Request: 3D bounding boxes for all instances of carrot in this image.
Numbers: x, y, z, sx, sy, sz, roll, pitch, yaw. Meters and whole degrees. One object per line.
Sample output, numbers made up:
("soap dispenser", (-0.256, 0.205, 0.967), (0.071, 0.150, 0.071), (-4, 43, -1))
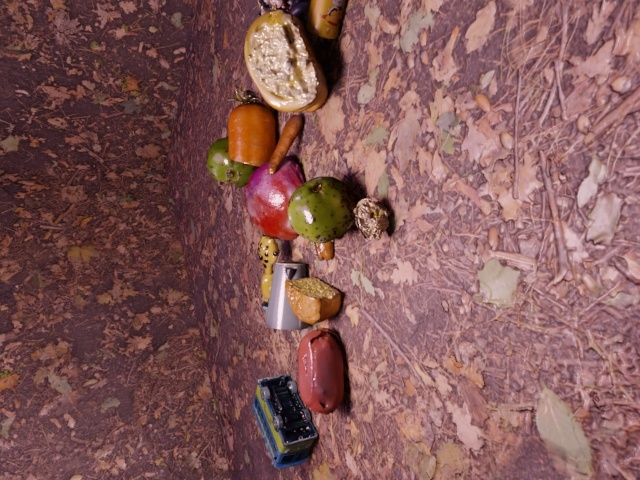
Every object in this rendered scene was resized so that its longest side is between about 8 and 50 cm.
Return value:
("carrot", (-0.279, -0.448, 1.936), (0.214, 0.193, 0.331), (178, 91, -66))
("carrot", (-0.131, -0.346, 1.724), (0.059, 0.059, 0.247), (19, 82, 60))

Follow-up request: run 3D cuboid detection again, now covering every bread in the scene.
("bread", (-0.110, -0.556, 1.528), (0.270, 0.212, 0.315), (-57, -52, -72))
("bread", (-0.022, 0.208, 1.613), (0.229, 0.143, 0.139), (24, 125, 62))

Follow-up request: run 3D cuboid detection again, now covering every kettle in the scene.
("kettle", (-0.117, 0.200, 1.800), (0.210, 0.160, 0.243), (82, -169, -89))

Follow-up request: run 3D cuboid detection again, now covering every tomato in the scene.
("tomato", (-0.182, -0.153, 1.818), (0.289, 0.176, 0.335), (65, 144, 29))

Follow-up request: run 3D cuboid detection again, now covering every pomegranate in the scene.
("pomegranate", (-0.386, -0.370, 2.150), (0.302, 0.236, 0.235), (-89, 10, -62))
("pomegranate", (0.019, -0.074, 1.459), (0.214, 0.214, 0.248), (59, 178, 40))

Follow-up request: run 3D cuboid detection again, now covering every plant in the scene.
("plant", (0.136, -0.053, 1.326), (0.122, 0.105, 0.116), (104, 180, -78))

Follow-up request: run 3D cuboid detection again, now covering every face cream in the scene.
("face cream", (0.041, -0.786, 1.395), (0.105, 0.105, 0.348), (53, 137, 46))

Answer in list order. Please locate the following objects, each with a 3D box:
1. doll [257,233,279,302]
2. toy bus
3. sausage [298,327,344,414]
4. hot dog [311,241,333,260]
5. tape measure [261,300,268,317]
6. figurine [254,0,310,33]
("doll", (-0.200, 0.117, 1.872), (0.117, 0.086, 0.291), (25, 123, 49))
("toy bus", (-0.146, 0.702, 1.875), (0.312, 0.152, 0.190), (53, 136, 47))
("sausage", (0.002, 0.430, 1.570), (0.152, 0.152, 0.279), (-13, 79, 62))
("hot dog", (0.001, 0.000, 1.611), (0.090, 0.060, 0.140), (-9, 82, 57))
("tape measure", (-0.167, 0.261, 1.988), (0.179, 0.104, 0.107), (-73, -33, -51))
("figurine", (-0.132, -0.770, 1.627), (0.265, 0.197, 0.175), (-40, 55, 45))
